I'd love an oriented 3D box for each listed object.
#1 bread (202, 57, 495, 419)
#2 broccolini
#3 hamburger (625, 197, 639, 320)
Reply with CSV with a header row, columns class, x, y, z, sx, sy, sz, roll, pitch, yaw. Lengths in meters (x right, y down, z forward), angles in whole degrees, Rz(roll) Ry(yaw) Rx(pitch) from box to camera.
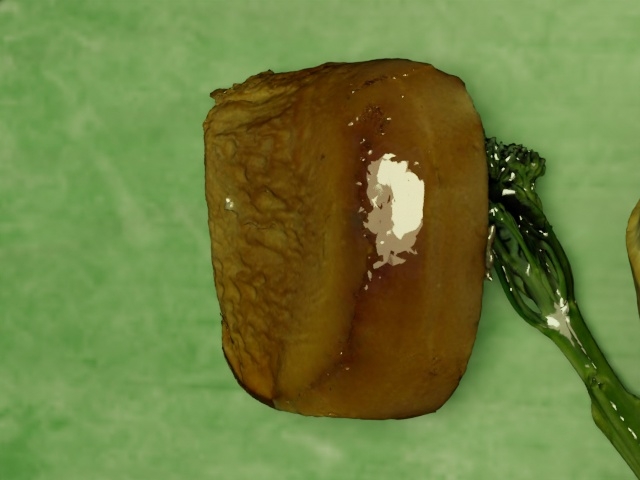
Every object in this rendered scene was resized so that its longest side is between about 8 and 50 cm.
class,x,y,z,sx,sy,sz,roll,pitch,yaw
bread,0.000,0.000,0.659,0.126,0.044,0.129,5,102,42
broccolini,0.099,0.055,0.663,0.042,0.044,0.218,-27,91,-1
hamburger,0.230,0.019,0.501,0.300,0.300,0.176,9,110,14
